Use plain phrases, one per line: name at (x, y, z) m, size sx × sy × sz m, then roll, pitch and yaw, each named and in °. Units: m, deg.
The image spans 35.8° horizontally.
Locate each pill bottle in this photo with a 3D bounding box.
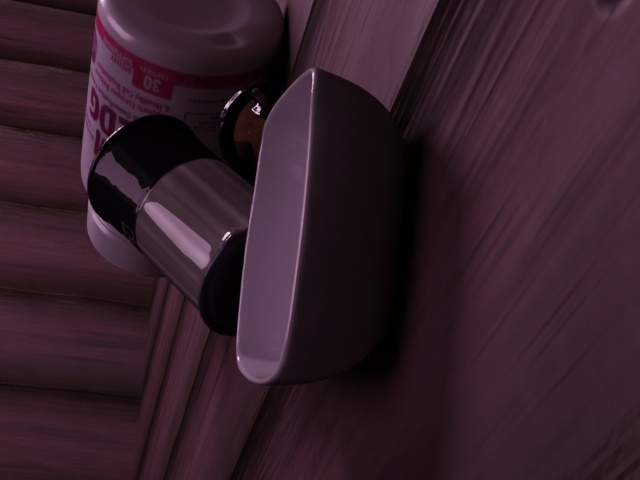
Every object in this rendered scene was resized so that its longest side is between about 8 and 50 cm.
pill bottle at (-0.139, -0.106, 0.931) m, size 0.160 × 0.160 × 0.283 m, roll -94°, pitch 16°, yaw -44°

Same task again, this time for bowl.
bowl at (0.000, 0.000, 0.470) m, size 0.142 × 0.053 × 0.142 m, roll 159°, pitch 119°, yaw -76°

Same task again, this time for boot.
boot at (-0.047, -0.051, 0.752) m, size 0.118 × 0.042 × 0.087 m, roll -59°, pitch -27°, yaw -46°

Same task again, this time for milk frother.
milk frother at (-0.047, -0.029, 0.628) m, size 0.135 × 0.129 × 0.143 m, roll 40°, pitch 94°, yaw 36°
